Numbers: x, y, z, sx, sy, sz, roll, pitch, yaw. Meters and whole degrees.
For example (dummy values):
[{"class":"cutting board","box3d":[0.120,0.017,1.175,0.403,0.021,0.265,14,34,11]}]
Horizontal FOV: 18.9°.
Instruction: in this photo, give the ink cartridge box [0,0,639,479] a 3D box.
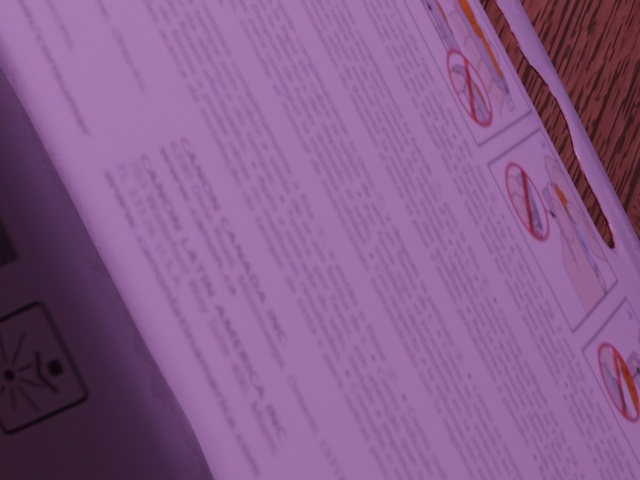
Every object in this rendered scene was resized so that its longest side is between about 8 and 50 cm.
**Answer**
[{"class":"ink cartridge box","box3d":[0.000,0.000,0.612,0.308,0.091,0.385,63,24,-3]}]
